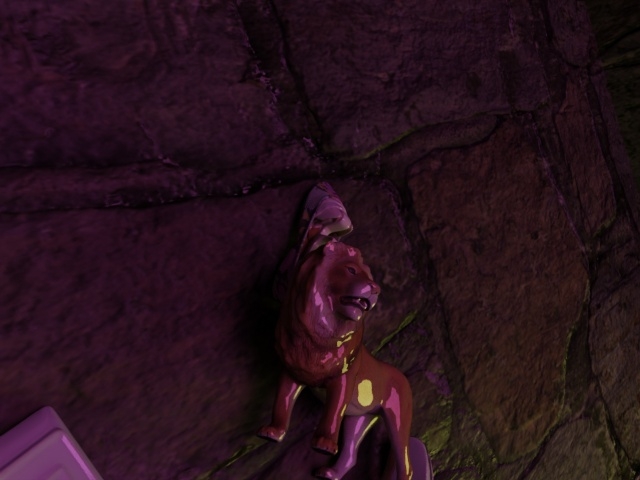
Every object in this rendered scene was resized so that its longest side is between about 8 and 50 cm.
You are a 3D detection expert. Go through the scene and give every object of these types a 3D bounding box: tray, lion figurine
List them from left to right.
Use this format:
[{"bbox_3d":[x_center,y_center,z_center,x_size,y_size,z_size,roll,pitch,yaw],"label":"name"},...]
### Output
[{"bbox_3d":[-0.216,0.289,0.620,0.270,0.030,0.145,55,22,-1],"label":"tray"},{"bbox_3d":[0.045,0.191,0.905,0.392,0.142,0.240,59,42,-49],"label":"lion figurine"}]

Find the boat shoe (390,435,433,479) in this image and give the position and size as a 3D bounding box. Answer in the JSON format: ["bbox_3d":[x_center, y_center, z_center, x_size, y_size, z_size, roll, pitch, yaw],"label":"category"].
[{"bbox_3d":[0.140,0.406,0.999,0.070,0.078,0.219,43,49,-59],"label":"boat shoe"}]

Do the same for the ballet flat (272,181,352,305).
[{"bbox_3d":[0.000,0.000,0.961,0.077,0.079,0.221,43,52,-27],"label":"ballet flat"}]
